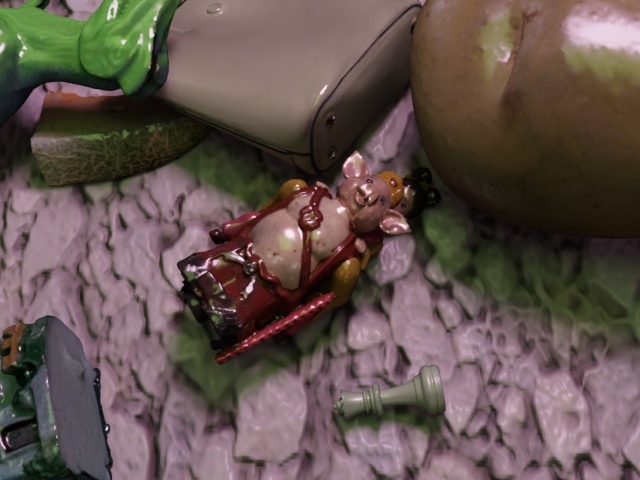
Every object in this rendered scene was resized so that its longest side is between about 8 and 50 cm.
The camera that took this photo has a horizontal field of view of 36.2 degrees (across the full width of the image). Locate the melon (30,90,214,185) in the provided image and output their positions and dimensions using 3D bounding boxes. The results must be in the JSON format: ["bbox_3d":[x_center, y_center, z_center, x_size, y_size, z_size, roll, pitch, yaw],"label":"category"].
[{"bbox_3d":[-0.181,-0.108,0.941,0.182,0.054,0.098,-2,51,2],"label":"melon"}]

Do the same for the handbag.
[{"bbox_3d":[-0.075,-0.206,0.934,0.315,0.109,0.241,31,61,20],"label":"handbag"}]

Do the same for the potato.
[{"bbox_3d":[0.240,-0.124,0.820,0.326,0.221,0.243,6,55,17],"label":"potato"}]

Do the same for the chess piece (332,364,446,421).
[{"bbox_3d":[0.056,0.131,0.815,0.093,0.042,0.042,-11,65,3],"label":"chess piece"}]

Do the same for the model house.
[{"bbox_3d":[-0.259,0.153,0.790,0.148,0.119,0.148,-21,66,2],"label":"model house"}]

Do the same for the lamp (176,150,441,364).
[{"bbox_3d":[0.000,0.000,0.838,0.253,0.118,0.118,-29,67,-8],"label":"lamp"}]

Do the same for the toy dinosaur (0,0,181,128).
[{"bbox_3d":[-0.364,-0.047,0.883,0.374,0.144,0.500,19,82,17],"label":"toy dinosaur"}]
